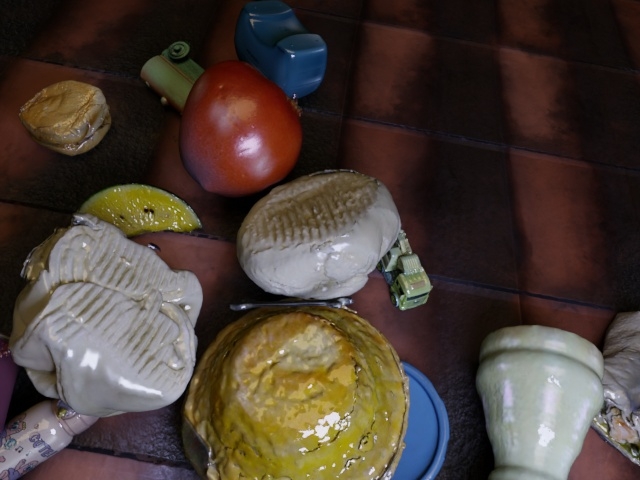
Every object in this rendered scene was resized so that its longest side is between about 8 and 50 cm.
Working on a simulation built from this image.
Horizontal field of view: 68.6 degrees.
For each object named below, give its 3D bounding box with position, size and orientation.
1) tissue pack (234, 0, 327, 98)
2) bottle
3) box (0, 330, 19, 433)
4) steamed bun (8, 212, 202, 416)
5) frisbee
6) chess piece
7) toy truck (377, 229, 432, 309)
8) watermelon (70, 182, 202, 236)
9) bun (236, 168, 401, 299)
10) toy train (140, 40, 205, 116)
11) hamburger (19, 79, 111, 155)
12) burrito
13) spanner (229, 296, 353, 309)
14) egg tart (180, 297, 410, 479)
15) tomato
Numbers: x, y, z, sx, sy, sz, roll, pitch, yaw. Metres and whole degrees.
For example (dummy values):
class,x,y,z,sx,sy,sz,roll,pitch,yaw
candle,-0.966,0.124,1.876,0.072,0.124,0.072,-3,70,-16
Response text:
class,x,y,z,sx,sy,sz,roll,pitch,yaw
tissue pack,-0.123,-0.550,1.394,0.198,0.206,0.287,-27,67,-31
bottle,-0.508,0.344,0.838,0.209,0.110,0.097,-32,72,-23
box,-0.672,0.254,0.779,0.294,0.193,0.167,-16,55,8
steamed bun,-0.411,0.157,0.899,0.346,0.237,0.394,-11,68,-57
frisbee,0.106,0.368,0.932,0.289,0.049,0.289,-3,54,4
chess piece,0.373,0.387,0.829,0.234,0.234,0.442,21,52,6
toy truck,0.192,0.055,1.103,0.085,0.116,0.191,-13,61,-13
watermelon,-0.441,-0.069,1.117,0.301,0.123,0.129,-7,81,-9
bun,0.000,0.000,1.034,0.359,0.211,0.360,-11,32,7
toy train,-0.386,-0.446,1.349,0.285,0.116,0.177,42,75,17
hamburger,-0.660,-0.326,1.233,0.213,0.108,0.214,3,57,-5
burrito,0.693,0.288,1.018,0.190,0.135,0.332,37,57,23
spanner,-0.060,0.123,0.917,0.254,0.054,0.015,-4,95,22
egg tart,-0.048,0.281,0.870,0.443,0.178,0.443,-3,53,3
tomato,-0.199,-0.252,1.134,0.321,0.321,0.321,3,58,-5
